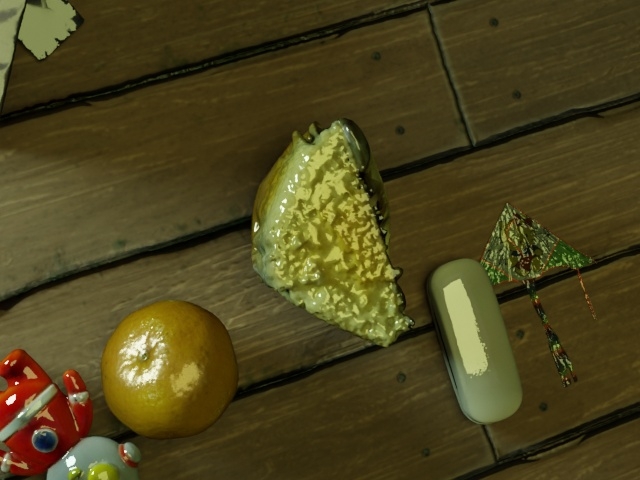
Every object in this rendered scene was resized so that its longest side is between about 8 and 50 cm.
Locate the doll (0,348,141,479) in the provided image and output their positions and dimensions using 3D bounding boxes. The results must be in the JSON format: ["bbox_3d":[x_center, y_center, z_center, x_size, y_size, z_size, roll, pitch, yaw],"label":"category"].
[{"bbox_3d":[-0.280,0.234,1.629,0.142,0.076,0.245,-40,94,6],"label":"doll"}]

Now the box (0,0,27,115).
[{"bbox_3d":[-0.391,-0.241,1.569,0.153,0.188,0.252,15,83,-17],"label":"box"}]

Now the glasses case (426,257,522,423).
[{"bbox_3d":[0.186,0.122,1.801,0.081,0.051,0.204,-16,92,-15],"label":"glasses case"}]

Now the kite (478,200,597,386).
[{"bbox_3d":[0.266,0.069,1.856,0.198,0.006,0.244,-19,91,-19],"label":"kite"}]

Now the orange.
[{"bbox_3d":[-0.163,0.146,1.641,0.136,0.159,0.159,41,69,-57],"label":"orange"}]

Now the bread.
[{"bbox_3d":[0.000,0.000,1.682,0.163,0.204,0.262,-17,94,-7],"label":"bread"}]

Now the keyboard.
[{"bbox_3d":[-0.361,-0.295,1.680,0.196,0.015,0.074,44,78,-10],"label":"keyboard"}]
